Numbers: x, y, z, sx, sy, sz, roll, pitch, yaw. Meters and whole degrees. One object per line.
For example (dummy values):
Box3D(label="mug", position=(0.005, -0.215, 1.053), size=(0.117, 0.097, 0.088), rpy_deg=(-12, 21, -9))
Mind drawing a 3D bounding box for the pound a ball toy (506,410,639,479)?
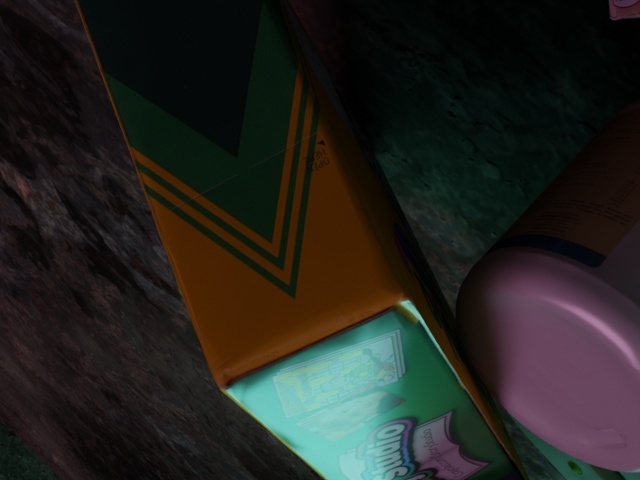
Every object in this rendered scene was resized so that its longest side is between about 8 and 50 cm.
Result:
Box3D(label="pound a ball toy", position=(0.265, 0.200, 0.818), size=(0.319, 0.208, 0.136), rpy_deg=(48, 154, -2))

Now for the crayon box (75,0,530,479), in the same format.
Box3D(label="crayon box", position=(0.000, 0.000, 0.767), size=(0.313, 0.106, 0.363), rpy_deg=(65, -174, 31))

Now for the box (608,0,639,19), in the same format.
Box3D(label="box", position=(0.227, -0.155, 0.428), size=(0.257, 0.128, 0.122), rpy_deg=(-1, 97, 56))

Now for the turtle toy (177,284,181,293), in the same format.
Box3D(label="turtle toy", position=(-0.100, 0.065, 1.300), size=(0.095, 0.066, 0.130), rpy_deg=(2, 130, 54))

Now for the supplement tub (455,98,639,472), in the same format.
Box3D(label="supplement tub", position=(0.183, 0.011, 0.679), size=(0.144, 0.200, 0.144), rpy_deg=(34, 151, 22))
